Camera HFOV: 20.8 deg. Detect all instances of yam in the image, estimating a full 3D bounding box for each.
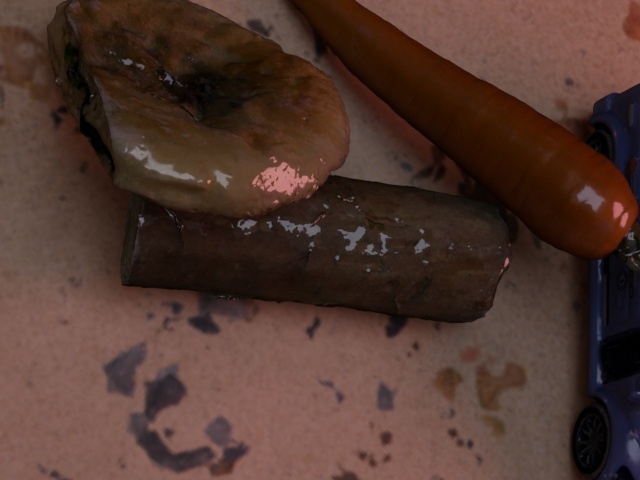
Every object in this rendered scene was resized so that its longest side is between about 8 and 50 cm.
[{"bbox_3d":[0.000,0.000,1.104,0.259,0.093,0.093,8,73,-19],"label":"yam"}]

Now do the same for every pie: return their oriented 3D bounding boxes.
[{"bbox_3d":[-0.070,-0.086,1.066,0.185,0.052,0.218,4,32,-30],"label":"pie"}]

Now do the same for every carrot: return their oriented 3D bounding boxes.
[{"bbox_3d":[0.089,-0.085,1.142,0.336,0.069,0.069,38,65,12],"label":"carrot"}]

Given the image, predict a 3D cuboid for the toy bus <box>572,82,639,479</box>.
[{"bbox_3d":[0.253,0.038,1.169,0.125,0.133,0.292,9,73,-20],"label":"toy bus"}]
